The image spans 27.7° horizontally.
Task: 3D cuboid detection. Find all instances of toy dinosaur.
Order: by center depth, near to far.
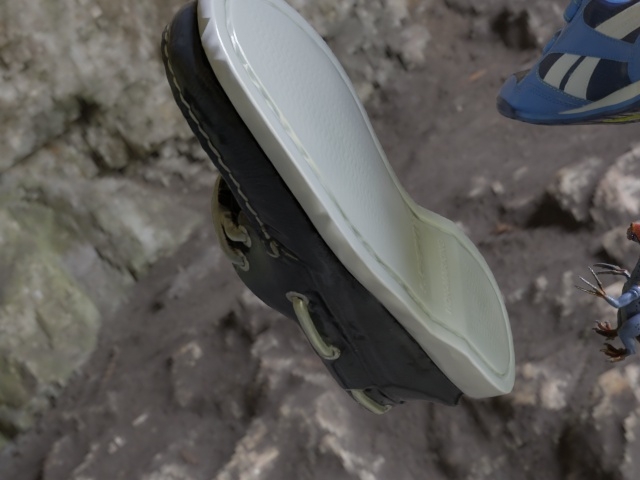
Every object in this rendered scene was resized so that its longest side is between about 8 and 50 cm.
[{"bbox_3d":[0.193,0.032,0.785,0.047,0.090,0.082,-77,10,-55],"label":"toy dinosaur"}]

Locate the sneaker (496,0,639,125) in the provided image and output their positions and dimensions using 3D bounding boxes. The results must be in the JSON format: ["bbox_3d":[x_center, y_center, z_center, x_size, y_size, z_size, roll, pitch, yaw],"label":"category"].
[{"bbox_3d":[0.124,-0.079,0.551,0.053,0.059,0.144,-5,0,-25],"label":"sneaker"}]

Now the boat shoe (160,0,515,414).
[{"bbox_3d":[0.000,0.000,0.626,0.091,0.302,0.114,-18,44,22],"label":"boat shoe"}]
